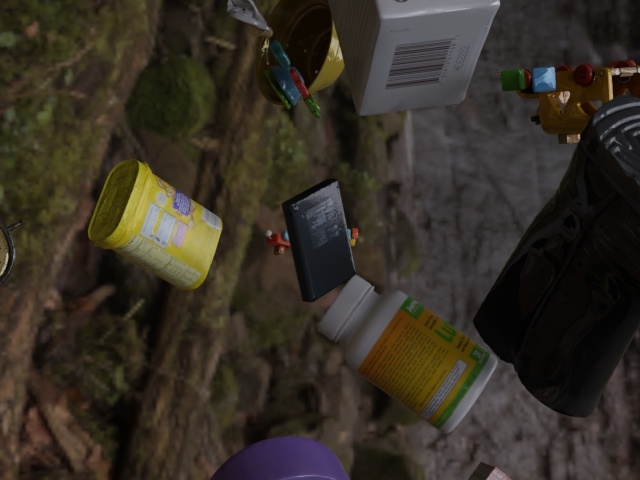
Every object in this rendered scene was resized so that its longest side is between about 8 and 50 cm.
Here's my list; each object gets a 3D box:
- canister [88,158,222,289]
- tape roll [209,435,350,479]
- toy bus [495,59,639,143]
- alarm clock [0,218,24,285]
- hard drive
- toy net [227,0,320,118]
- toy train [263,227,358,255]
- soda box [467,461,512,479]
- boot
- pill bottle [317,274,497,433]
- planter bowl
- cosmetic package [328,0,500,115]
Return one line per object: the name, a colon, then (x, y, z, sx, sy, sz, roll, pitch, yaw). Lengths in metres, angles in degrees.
canister: (-0.225, -0.017, 1.564, 0.170, 0.073, 0.126, 35, 62, -40)
tape roll: (-0.045, 0.335, 1.356, 0.080, 0.189, 0.189, -124, -161, -57)
toy bus: (0.336, -0.182, 1.501, 0.202, 0.190, 0.104, -53, 139, -80)
alarm clock: (-0.517, 0.037, 1.630, 0.192, 0.129, 0.064, -68, -165, -12)
hard drive: (0.000, 0.000, 1.444, 0.094, 0.022, 0.135, -31, 117, -42)
toy net: (-0.075, -0.266, 1.590, 0.232, 0.045, 0.122, 55, 7, -42)
toy train: (-0.015, 0.006, 1.988, 0.125, 0.166, 0.046, 19, 66, -47)
soda box: (0.323, 0.448, 1.865, 0.063, 0.183, 0.058, -51, -168, -14)
boot: (0.369, 0.101, 1.362, 0.367, 0.146, 0.445, 62, -28, 28)
pill bottle: (0.123, 0.159, 1.653, 0.136, 0.245, 0.136, -54, 174, -8)
planter bowl: (-0.015, -0.332, 1.983, 0.090, 0.217, 0.217, 14, 67, -38)
cosmetic package: (0.089, -0.426, 1.543, 0.230, 0.161, 0.453, 103, -24, -64)
